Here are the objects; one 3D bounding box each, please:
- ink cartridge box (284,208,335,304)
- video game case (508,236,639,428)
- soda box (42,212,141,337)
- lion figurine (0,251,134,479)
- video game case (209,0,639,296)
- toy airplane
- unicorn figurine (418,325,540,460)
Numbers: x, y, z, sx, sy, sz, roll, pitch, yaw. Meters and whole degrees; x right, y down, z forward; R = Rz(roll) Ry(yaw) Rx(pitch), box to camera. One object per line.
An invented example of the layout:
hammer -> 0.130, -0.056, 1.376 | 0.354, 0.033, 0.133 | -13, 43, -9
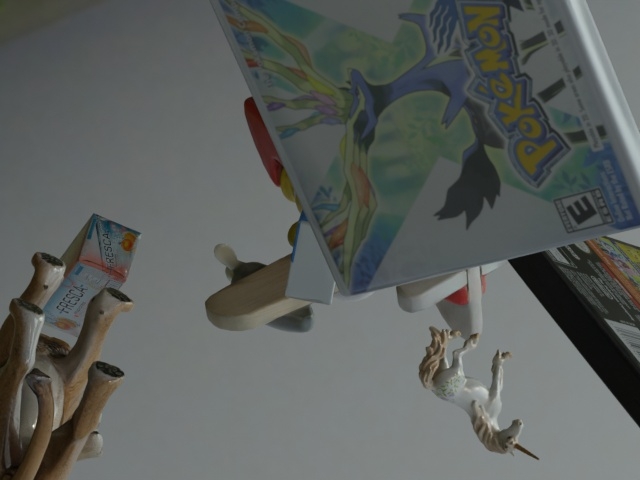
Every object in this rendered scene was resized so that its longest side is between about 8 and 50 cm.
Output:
ink cartridge box -> 0.000, 0.000, 2.006 | 0.052, 0.088, 0.122 | 11, -156, 0
video game case -> 0.295, 0.084, 1.698 | 0.248, 0.275, 0.035 | 15, 119, -42
soda box -> -0.254, 0.040, 2.074 | 0.183, 0.058, 0.063 | -44, -153, 56
lion figurine -> -0.263, 0.160, 1.717 | 0.240, 0.142, 0.392 | -63, -178, 11
video game case -> 0.073, -0.132, 1.465 | 0.300, 0.329, 0.036 | -15, -165, 38
toy airplane -> 0.071, -0.009, 2.353 | 0.386, 0.272, 0.384 | 11, -130, -2
unicorn figurine -> 0.174, 0.166, 2.109 | 0.060, 0.162, 0.111 | 130, -18, -66
